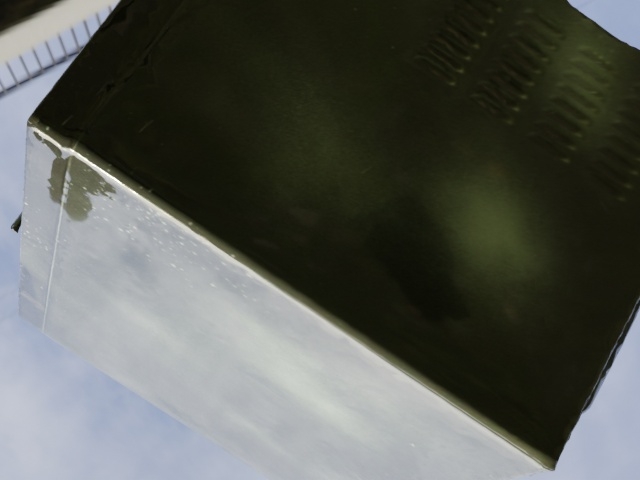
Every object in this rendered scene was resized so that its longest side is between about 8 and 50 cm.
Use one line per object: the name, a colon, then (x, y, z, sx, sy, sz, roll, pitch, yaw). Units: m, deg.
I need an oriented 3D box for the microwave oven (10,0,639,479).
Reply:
microwave oven: (0.000, 0.000, 0.812, 0.374, 0.432, 0.236, 35, -111, -4)
